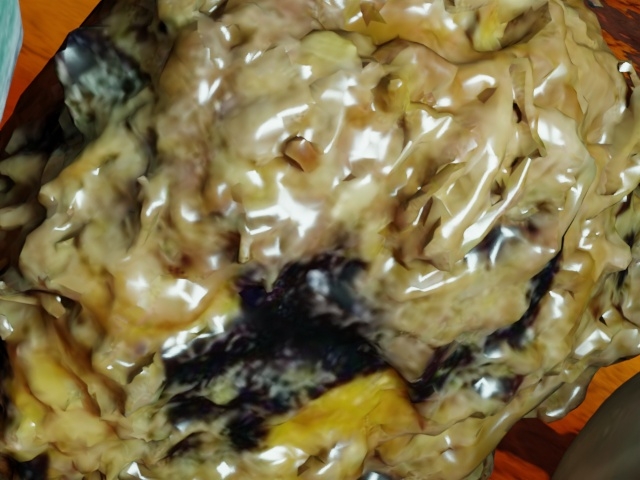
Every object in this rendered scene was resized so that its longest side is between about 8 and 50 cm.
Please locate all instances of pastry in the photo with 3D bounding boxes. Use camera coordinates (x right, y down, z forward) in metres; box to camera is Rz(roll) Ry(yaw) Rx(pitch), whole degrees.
[{"bbox_3d":[0.000,0.000,0.604,0.193,0.275,0.275,34,19,-5],"label":"pastry"}]

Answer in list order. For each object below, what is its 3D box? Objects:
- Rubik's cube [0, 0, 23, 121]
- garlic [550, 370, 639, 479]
[{"bbox_3d":[-0.216,-0.059,0.431,0.319,0.319,0.264,23,-5,-19],"label":"Rubik's cube"},{"bbox_3d":[0.194,0.151,0.535,0.317,0.259,0.317,-6,33,4],"label":"garlic"}]
